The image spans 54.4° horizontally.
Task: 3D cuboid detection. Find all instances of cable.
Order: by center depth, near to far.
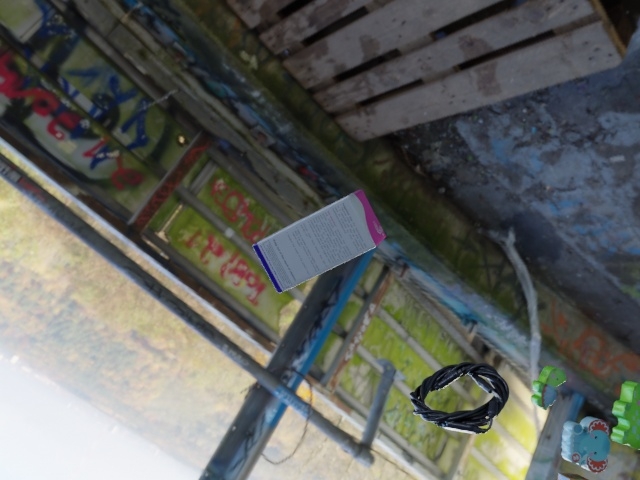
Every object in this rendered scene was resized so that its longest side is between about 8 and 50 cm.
[{"bbox_3d":[0.256,0.288,1.175,0.185,0.150,0.047,-1,132,36],"label":"cable"}]

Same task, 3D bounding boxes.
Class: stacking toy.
[{"bbox_3d":[0.267,0.243,0.625,0.052,0.221,0.167,7,175,-9],"label":"stacking toy"}]

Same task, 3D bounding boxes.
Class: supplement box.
[{"bbox_3d":[0.000,0.000,1.213,0.220,0.111,0.113,-28,92,21],"label":"supplement box"}]
